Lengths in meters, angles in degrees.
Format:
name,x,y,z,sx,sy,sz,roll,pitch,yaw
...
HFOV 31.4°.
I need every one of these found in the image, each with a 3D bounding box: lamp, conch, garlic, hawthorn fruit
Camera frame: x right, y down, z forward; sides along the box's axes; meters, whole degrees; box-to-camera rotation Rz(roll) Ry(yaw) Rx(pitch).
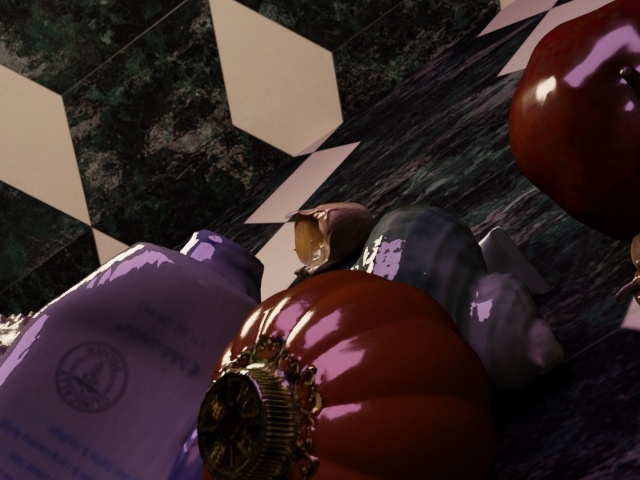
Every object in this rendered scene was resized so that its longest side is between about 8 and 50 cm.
name,x,y,z,sx,sy,sz,roll,pitch,yaw
lamp,0.016,0.130,0.766,0.196,0.223,0.223,12,-26,-39
conch,0.072,0.077,0.939,0.277,0.195,0.220,0,57,34
garlic,0.005,-0.012,1.701,0.124,0.099,0.174,-25,5,-23
hawthorn fruit,0.255,-0.102,0.929,0.208,0.208,0.248,-35,-7,9

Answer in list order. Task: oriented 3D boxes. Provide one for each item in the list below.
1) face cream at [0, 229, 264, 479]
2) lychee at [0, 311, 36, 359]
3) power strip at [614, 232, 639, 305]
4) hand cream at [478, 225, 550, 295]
name,x,y,z,sx,sy,sz,roll,pitch,yaw
face cream,-0.181,0.171,0.918,0.420,0.234,0.137,-57,-6,-19
lychee,-0.282,0.212,1.083,0.300,0.300,0.300,-35,11,8
power strip,0.348,-0.035,0.837,0.305,0.044,0.064,-32,12,24
hand cream,0.127,0.054,1.107,0.205,0.078,0.050,-33,8,46
